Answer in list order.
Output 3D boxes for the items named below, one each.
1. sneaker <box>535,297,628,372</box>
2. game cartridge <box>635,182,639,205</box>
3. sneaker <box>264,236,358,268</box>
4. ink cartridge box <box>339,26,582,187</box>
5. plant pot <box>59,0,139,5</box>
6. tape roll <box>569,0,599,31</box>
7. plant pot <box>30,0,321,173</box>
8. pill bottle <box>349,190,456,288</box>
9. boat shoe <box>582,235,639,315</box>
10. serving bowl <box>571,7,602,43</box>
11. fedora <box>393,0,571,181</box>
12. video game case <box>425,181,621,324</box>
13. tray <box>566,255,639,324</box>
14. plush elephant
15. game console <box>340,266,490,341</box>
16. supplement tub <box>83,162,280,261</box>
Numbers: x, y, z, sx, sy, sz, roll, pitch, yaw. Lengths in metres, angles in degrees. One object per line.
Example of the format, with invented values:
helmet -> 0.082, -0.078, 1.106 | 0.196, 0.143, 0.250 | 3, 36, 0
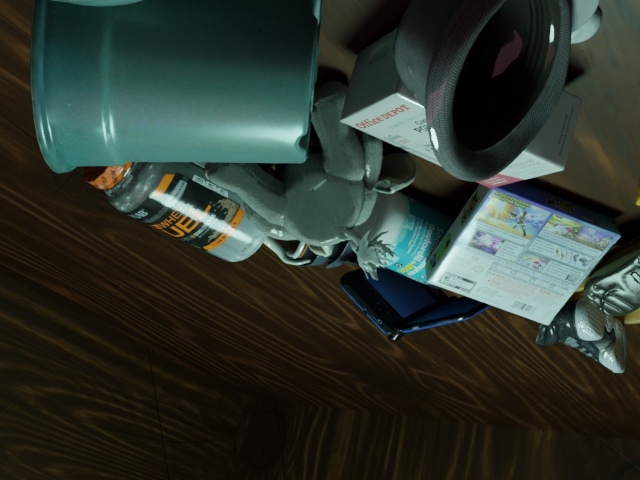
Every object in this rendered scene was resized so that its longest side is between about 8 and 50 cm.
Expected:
sneaker -> 0.551, 0.200, 2.029 | 0.153, 0.101, 0.268 | -2, 148, 38
game cartridge -> 0.670, -0.079, 1.438 | 0.324, 0.052, 0.285 | 8, 168, 9
sneaker -> 0.000, 0.000, 1.958 | 0.321, 0.127, 0.126 | 16, 120, -18
ink cartridge box -> 0.198, -0.189, 1.386 | 0.283, 0.117, 0.207 | 21, 169, -19
plant pot -> -0.215, -0.382, 1.017 | 0.293, 0.293, 0.196 | 8, -177, 15
tape roll -> 0.223, -0.323, 1.126 | 0.219, 0.072, 0.219 | 13, 160, 5
plant pot -> -0.171, -0.244, 1.267 | 0.334, 0.341, 0.341 | 5, 159, 0
pill bottle -> 0.200, 0.005, 1.880 | 0.264, 0.146, 0.146 | 23, 157, -25
boat shoe -> 0.614, 0.023, 1.708 | 0.122, 0.120, 0.324 | 46, 135, -15
serving bowl -> 0.321, -0.280, 1.235 | 0.083, 0.027, 0.083 | 13, 160, 5
fedora -> 0.174, -0.211, 1.097 | 0.124, 0.243, 0.275 | 36, 172, 32
video game case -> 0.370, 0.018, 1.762 | 0.270, 0.061, 0.244 | 20, 126, -15
tray -> 0.657, 0.093, 1.919 | 0.203, 0.076, 0.411 | 27, 157, -31
plush elephant -> 0.014, -0.099, 1.645 | 0.330, 0.272, 0.255 | 51, -168, -8
game console -> 0.229, 0.091, 1.978 | 0.250, 0.173, 0.293 | 47, -151, 16
supplement tub -> -0.255, -0.111, 1.786 | 0.338, 0.207, 0.207 | 27, 156, -31
